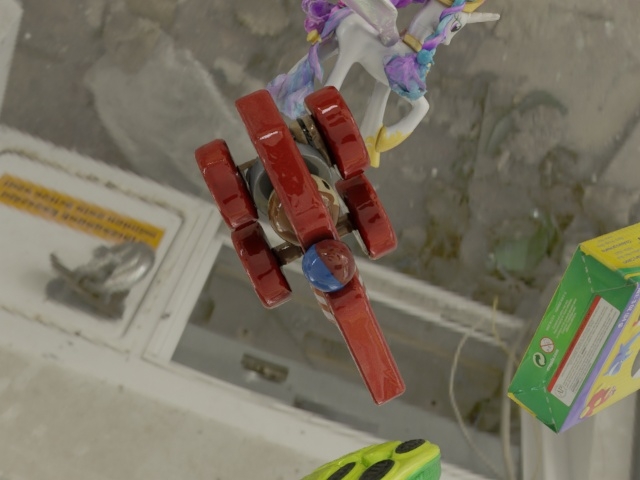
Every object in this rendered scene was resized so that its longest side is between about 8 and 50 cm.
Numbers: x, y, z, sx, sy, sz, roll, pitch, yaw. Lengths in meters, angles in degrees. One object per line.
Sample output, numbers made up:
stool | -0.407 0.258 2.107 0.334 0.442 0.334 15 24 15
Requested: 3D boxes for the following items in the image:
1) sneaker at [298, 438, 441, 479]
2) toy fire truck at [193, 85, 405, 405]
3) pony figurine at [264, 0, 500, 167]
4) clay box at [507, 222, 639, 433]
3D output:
sneaker | 0.002 0.268 0.890 0.123 0.295 0.109 50 149 -20
toy fire truck | 0.000 0.000 1.270 0.169 0.254 0.302 -25 133 -3
pony figurine | 0.070 -0.333 1.991 0.351 0.303 0.363 30 107 -16
clay box | 0.233 0.046 0.868 0.053 0.222 0.127 39 124 30
